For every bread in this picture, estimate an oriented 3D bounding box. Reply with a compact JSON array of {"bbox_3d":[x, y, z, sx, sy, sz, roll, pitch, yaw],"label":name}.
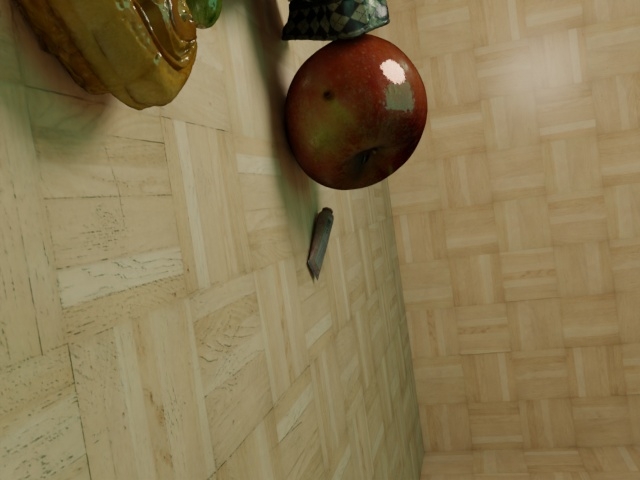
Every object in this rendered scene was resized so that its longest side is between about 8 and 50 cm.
[{"bbox_3d":[-0.216,-0.255,0.602,0.236,0.120,0.198,66,21,-47],"label":"bread"}]

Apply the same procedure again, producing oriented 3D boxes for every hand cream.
[{"bbox_3d":[0.000,0.000,1.455,0.067,0.043,0.210,66,27,-42],"label":"hand cream"}]

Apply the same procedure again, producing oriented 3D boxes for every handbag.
[{"bbox_3d":[-0.024,-0.642,1.241,0.316,0.180,0.417,20,-51,57],"label":"handbag"}]

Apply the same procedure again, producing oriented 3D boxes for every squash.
[{"bbox_3d":[-0.188,-0.445,0.894,0.069,0.069,0.239,11,73,-74],"label":"squash"}]

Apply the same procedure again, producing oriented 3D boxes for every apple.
[{"bbox_3d":[0.078,-0.293,1.337,0.277,0.348,0.348,66,7,25],"label":"apple"}]
